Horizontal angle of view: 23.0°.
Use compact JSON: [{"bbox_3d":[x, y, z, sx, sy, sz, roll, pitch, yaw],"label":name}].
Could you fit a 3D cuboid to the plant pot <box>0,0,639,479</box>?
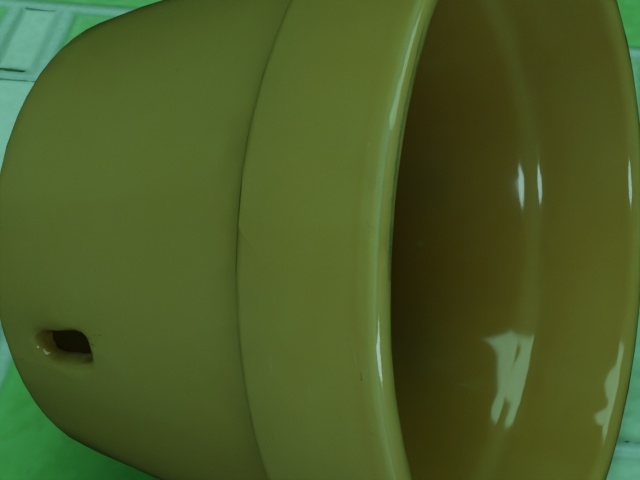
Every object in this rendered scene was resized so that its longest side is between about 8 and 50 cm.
[{"bbox_3d":[0.000,0.000,0.674,0.204,0.290,0.291,3,37,28],"label":"plant pot"}]
